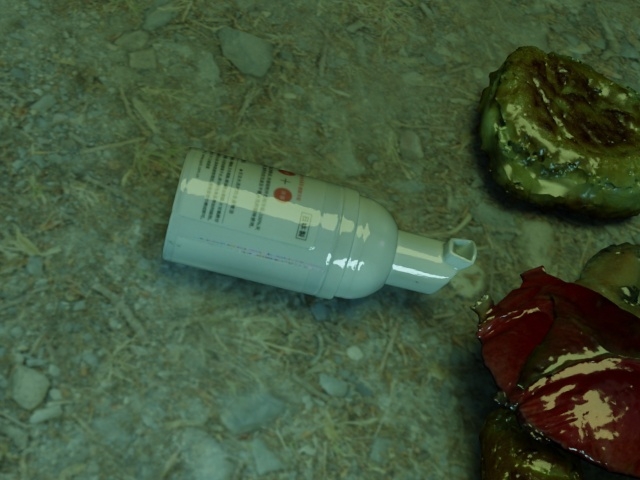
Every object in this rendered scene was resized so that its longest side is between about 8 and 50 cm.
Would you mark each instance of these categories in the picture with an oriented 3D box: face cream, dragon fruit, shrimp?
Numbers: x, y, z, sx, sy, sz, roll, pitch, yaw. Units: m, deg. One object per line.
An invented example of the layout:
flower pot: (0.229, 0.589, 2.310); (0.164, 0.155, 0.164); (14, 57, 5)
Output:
face cream: (0.000, 0.000, 1.286); (0.369, 0.145, 0.145); (15, 50, -6)
dragon fruit: (0.331, 0.154, 1.199); (0.343, 0.100, 0.282); (39, 41, 20)
shrimp: (0.540, 0.105, 1.425); (0.444, 0.085, 0.272); (-3, 49, -15)

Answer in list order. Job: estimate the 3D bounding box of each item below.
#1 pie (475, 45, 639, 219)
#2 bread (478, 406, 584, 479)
pie: (0.377, -0.171, 1.570); (0.288, 0.103, 0.355); (29, 48, -2)
bread: (0.239, 0.280, 1.165); (0.132, 0.103, 0.172); (15, 50, -6)
